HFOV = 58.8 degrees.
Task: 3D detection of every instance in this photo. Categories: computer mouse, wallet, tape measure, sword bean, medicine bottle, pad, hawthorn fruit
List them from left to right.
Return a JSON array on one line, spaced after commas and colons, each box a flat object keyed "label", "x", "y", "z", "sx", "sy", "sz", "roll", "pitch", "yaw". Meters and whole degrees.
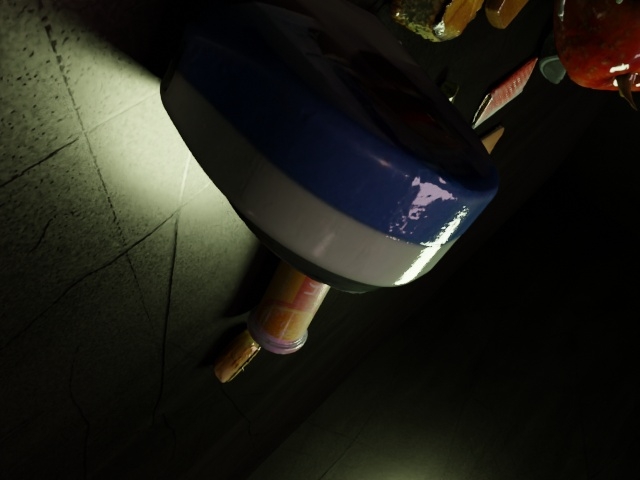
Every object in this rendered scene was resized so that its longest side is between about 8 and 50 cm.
[{"label": "medicine bottle", "x": 0.000, "y": 0.000, "z": 0.858, "sx": 0.108, "sy": 0.108, "sz": 0.426, "roll": -27, "pitch": 151, "yaw": -48}, {"label": "tape measure", "x": 0.021, "y": -0.086, "z": 0.492, "sx": 0.138, "sy": 0.262, "sz": 0.259, "roll": -46, "pitch": 165, "yaw": 31}, {"label": "sword bean", "x": 0.218, "y": -0.201, "z": 1.044, "sx": 0.043, "sy": 0.038, "sz": 0.269, "roll": -21, "pitch": 160, "yaw": -1}, {"label": "pad", "x": 0.348, "y": -0.153, "z": 1.472, "sx": 0.286, "sy": 0.018, "sz": 0.284, "roll": -33, "pitch": 158, "yaw": -40}, {"label": "wallet", "x": 0.403, "y": -0.324, "z": 1.239, "sx": 0.196, "sy": 0.020, "sz": 0.103, "roll": -38, "pitch": 161, "yaw": -28}, {"label": "computer mouse", "x": 0.519, "y": -0.418, "z": 1.237, "sx": 0.126, "sy": 0.071, "sz": 0.231, "roll": -68, "pitch": 167, "yaw": 15}, {"label": "hawthorn fruit", "x": 0.539, "y": -0.398, "z": 1.015, "sx": 0.258, "sy": 0.258, "sz": 0.262, "roll": -31, "pitch": 133, "yaw": -43}]

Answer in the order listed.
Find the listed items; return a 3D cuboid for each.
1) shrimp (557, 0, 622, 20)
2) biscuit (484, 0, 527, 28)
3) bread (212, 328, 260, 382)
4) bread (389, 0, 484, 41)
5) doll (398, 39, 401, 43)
[{"label": "shrimp", "x": 0.415, "y": -0.414, "z": 0.818, "sx": 0.371, "sy": 0.137, "sz": 0.172, "roll": -18, "pitch": -178, "yaw": -38}, {"label": "biscuit", "x": 0.289, "y": -0.405, "z": 0.775, "sx": 0.182, "sy": 0.034, "sz": 0.215, "roll": -49, "pitch": 161, "yaw": -9}, {"label": "bread", "x": -0.147, "y": 0.201, "z": 1.017, "sx": 0.106, "sy": 0.053, "sz": 0.072, "roll": -49, "pitch": -174, "yaw": 10}, {"label": "bread", "x": 0.149, "y": -0.294, "z": 0.630, "sx": 0.127, "sy": 0.069, "sz": 0.140, "roll": -23, "pitch": 146, "yaw": -55}, {"label": "doll", "x": 0.042, "y": -0.154, "z": 0.665, "sx": 0.179, "sy": 0.102, "sz": 0.089, "roll": -55, "pitch": -156, "yaw": 11}]
